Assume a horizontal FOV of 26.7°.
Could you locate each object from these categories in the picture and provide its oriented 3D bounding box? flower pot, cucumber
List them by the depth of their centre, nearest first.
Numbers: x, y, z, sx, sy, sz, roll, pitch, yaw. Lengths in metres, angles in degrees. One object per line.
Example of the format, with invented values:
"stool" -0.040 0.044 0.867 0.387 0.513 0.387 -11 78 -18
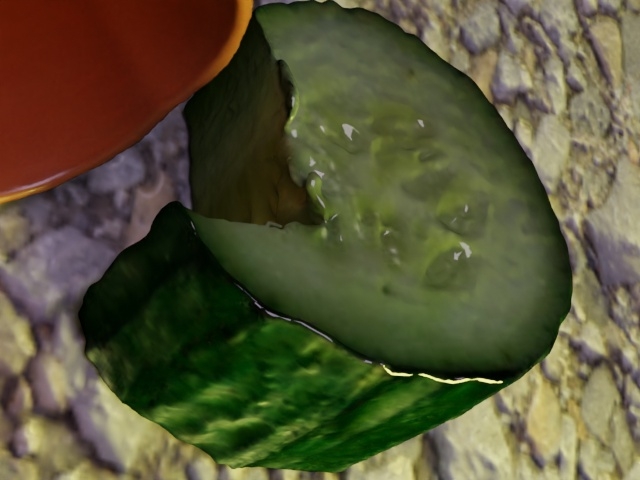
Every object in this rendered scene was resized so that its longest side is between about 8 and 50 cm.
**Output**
"flower pot" -0.142 -0.123 0.496 0.190 0.190 0.173 -13 66 -39
"cucumber" 0.008 0.002 0.581 0.191 0.130 0.191 18 58 -31
